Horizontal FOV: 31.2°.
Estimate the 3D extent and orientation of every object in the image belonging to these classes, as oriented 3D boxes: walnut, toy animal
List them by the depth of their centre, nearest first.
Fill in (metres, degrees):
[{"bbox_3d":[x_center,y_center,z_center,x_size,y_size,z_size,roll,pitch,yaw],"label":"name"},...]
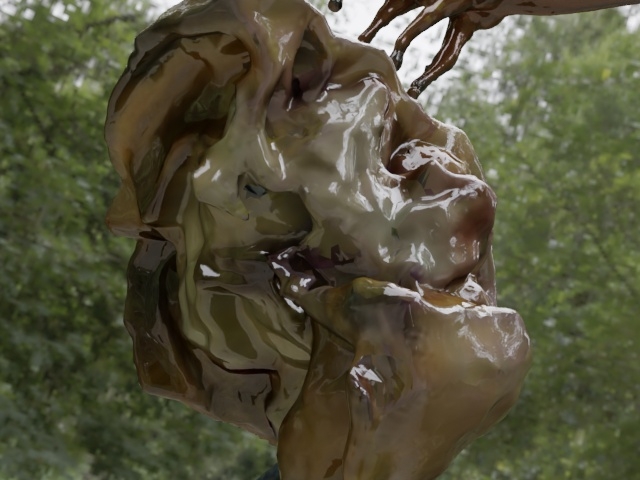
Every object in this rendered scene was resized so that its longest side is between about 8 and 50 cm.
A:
[{"bbox_3d":[-0.003,0.009,0.523,0.141,0.238,0.204,-10,-24,-34],"label":"walnut"},{"bbox_3d":[0.149,-0.191,0.918,0.224,0.229,0.066,46,-16,25],"label":"toy animal"}]

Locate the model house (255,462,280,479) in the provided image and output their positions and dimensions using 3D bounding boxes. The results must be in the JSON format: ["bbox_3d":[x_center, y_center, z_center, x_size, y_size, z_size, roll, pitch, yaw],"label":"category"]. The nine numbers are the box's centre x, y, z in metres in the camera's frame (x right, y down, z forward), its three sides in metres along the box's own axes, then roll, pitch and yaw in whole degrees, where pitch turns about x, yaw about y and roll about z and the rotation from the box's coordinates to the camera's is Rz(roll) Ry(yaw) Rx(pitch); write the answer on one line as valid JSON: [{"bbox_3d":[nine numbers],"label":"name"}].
[{"bbox_3d":[0.004,0.269,0.842,0.226,0.241,0.261,10,-41,-44],"label":"model house"}]
